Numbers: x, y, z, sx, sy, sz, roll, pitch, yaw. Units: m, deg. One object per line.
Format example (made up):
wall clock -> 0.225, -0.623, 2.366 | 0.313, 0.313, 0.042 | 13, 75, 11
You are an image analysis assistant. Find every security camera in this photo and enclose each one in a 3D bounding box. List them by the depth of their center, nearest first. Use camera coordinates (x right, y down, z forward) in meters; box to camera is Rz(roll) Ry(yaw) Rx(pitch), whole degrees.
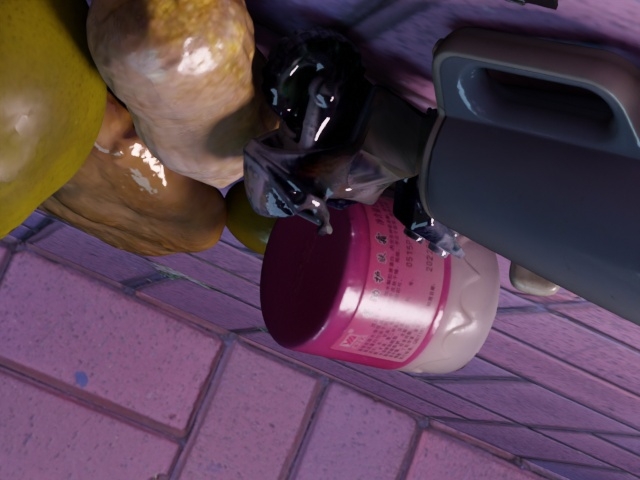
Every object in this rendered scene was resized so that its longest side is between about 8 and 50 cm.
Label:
security camera -> 0.202, 0.005, 1.325 | 0.058, 0.092, 0.058 | 19, 170, 4

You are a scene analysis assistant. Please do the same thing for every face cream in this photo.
face cream -> 0.060, 0.042, 1.484 | 0.194, 0.175, 0.175 | 13, 174, -29

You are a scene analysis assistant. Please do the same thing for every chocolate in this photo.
chocolate -> -0.104, -0.135, 1.168 | 0.134, 0.134, 0.309 | 19, 165, 15

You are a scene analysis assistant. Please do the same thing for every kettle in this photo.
kettle -> 0.190, -0.048, 1.018 | 0.243, 0.160, 0.211 | 22, 152, 31

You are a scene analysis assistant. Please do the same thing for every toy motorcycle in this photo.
toy motorcycle -> 0.039, -0.059, 1.184 | 0.270, 0.159, 0.106 | 32, -174, -37

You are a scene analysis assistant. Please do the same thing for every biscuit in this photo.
biscuit -> -0.300, -0.100, 1.639 | 0.429, 0.104, 0.446 | 39, 164, -26

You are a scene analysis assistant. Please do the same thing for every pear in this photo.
pear -> -0.307, -0.139, 1.133 | 0.294, 0.294, 0.294 | 21, 169, 4

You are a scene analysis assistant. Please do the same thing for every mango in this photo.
mango -> -0.004, -0.001, 1.682 | 0.237, 0.091, 0.137 | 28, 174, -24

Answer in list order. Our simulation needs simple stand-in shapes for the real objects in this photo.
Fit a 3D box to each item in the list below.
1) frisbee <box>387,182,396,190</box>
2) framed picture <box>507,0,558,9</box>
frisbee -> 0.022, -0.074, 1.497 | 0.211, 0.012, 0.187 | 23, 169, -10
framed picture -> 0.012, -0.231, 0.787 | 0.255, 0.014, 0.339 | 19, 169, 12
